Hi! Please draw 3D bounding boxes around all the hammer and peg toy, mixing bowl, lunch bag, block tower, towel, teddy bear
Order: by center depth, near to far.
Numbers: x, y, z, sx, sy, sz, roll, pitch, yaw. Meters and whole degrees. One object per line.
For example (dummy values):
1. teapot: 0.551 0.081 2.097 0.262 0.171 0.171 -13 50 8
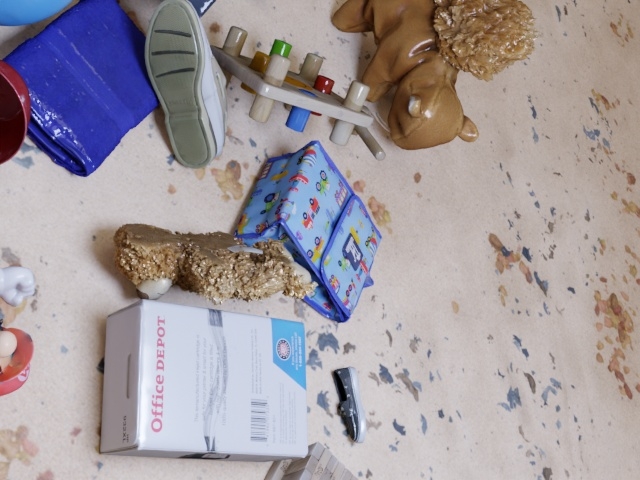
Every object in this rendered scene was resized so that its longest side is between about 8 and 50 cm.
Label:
1. mixing bowl: -0.512 -0.213 1.524 0.181 0.181 0.098 45 28 -14
2. teddy bear: -0.173 0.053 1.642 0.338 0.245 0.113 1 111 -38
3. block tower: 0.058 0.479 1.694 0.335 0.097 0.091 44 46 -13
4. towel: -0.401 -0.270 1.706 0.227 0.076 0.308 51 45 -18
5. lunch bag: 0.000 0.000 1.887 0.293 0.138 0.221 47 44 -29
6. hammer and peg toy: -0.013 -0.281 1.910 0.361 0.127 0.266 13 18 -35

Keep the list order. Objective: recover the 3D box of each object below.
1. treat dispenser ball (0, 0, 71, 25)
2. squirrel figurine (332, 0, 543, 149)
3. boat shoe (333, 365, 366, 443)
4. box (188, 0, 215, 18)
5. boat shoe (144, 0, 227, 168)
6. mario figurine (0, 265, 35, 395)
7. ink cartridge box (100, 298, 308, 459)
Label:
1. treat dispenser ball: -0.497 -0.484 1.574 0.288 0.288 0.288 19 58 -33
2. squirrel figurine: 0.247 -0.385 2.082 0.281 0.397 0.370 27 44 -33
3. boat shoe: 0.051 0.299 1.817 0.040 0.049 0.142 0 66 -20
4. box: -0.212 -0.646 1.810 0.293 0.395 0.212 41 4 -18
5. boat shoe: -0.230 -0.284 1.768 0.103 0.113 0.302 -54 145 -57
6. mario figurine: -0.477 0.091 1.312 0.198 0.170 0.320 -38 131 -8
7. ink cartridge box: -0.179 0.230 1.582 0.308 0.129 0.223 12 68 -36
